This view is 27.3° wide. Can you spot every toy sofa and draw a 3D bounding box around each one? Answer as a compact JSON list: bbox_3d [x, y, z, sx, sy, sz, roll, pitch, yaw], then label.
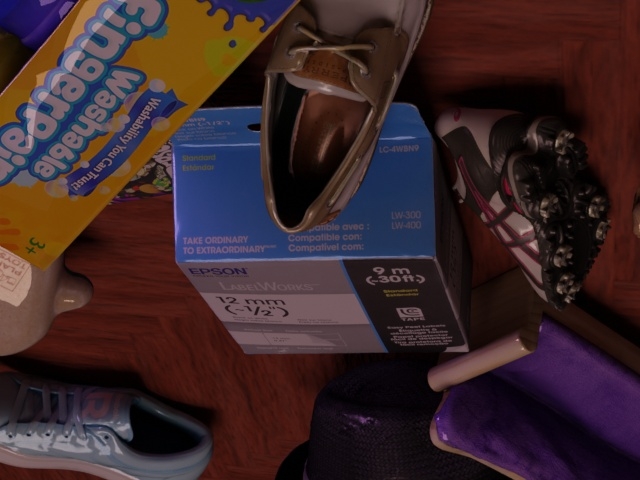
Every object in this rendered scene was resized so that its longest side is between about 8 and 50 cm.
[{"bbox_3d":[0.299,0.192,1.432,0.362,0.177,0.150,32,142,-23],"label":"toy sofa"}]

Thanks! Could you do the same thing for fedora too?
[{"bbox_3d":[0.106,0.237,1.540,0.334,0.334,0.152,2,113,17],"label":"fedora"}]

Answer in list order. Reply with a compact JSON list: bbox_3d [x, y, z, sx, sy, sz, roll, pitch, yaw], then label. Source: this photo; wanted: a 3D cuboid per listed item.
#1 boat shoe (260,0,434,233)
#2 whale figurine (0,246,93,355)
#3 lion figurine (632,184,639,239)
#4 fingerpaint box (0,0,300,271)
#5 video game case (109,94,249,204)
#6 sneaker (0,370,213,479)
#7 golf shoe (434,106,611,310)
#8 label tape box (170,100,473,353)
[{"bbox_3d":[0.018,-0.142,1.032,0.113,0.103,0.302,14,119,8],"label":"boat shoe"},{"bbox_3d":[-0.345,0.002,1.460,0.216,0.141,0.272,28,119,-20],"label":"whale figurine"},{"bbox_3d":[0.372,-0.122,1.025,0.240,0.142,0.392,10,132,20],"label":"lion figurine"},{"bbox_3d":[-0.221,-0.233,0.922,0.371,0.163,0.445,33,125,-24],"label":"fingerpaint box"},{"bbox_3d":[-0.193,-0.106,1.244,0.210,0.042,0.232,-8,155,22],"label":"video game case"},{"bbox_3d":[-0.312,0.233,1.765,0.366,0.135,0.150,16,139,-19],"label":"sneaker"},{"bbox_3d":[0.195,-0.037,1.238,0.120,0.105,0.273,25,158,34],"label":"golf shoe"},{"bbox_3d":[0.000,0.000,1.258,0.249,0.115,0.347,-1,156,14],"label":"label tape box"}]
